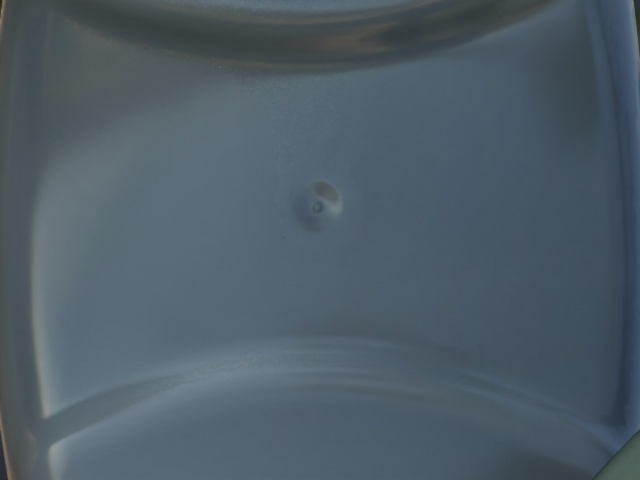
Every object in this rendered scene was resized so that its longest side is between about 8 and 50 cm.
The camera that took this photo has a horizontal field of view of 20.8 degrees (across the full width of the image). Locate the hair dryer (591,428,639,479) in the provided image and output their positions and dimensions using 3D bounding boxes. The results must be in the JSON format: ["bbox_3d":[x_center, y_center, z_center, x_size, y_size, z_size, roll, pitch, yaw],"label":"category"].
[{"bbox_3d":[0.057,0.143,0.452,0.206,0.237,0.075,-35,65,-22],"label":"hair dryer"}]

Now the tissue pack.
[{"bbox_3d":[0.000,0.000,0.637,0.229,0.333,0.236,-1,-7,-1],"label":"tissue pack"}]
